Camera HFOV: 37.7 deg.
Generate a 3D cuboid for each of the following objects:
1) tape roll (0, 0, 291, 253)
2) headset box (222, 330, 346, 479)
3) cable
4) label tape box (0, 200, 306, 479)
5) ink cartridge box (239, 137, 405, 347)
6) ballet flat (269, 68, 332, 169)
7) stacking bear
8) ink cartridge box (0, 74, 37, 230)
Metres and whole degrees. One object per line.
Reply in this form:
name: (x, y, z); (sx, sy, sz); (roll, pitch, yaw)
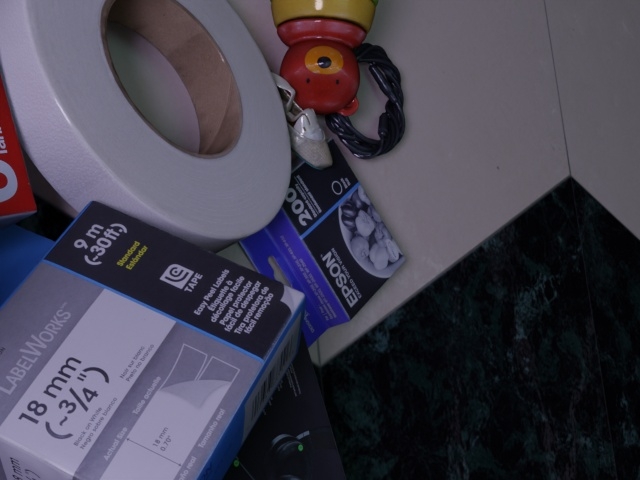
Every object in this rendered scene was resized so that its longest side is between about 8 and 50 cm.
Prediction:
tape roll: (-0.180, -0.169, 1.022); (0.392, 0.072, 0.392); (35, 42, -39)
headset box: (-0.109, 0.245, 0.995); (0.283, 0.131, 0.246); (-16, 89, -44)
cable: (0.066, -0.198, 1.355); (0.150, 0.047, 0.185); (18, 64, -44)
label tape box: (-0.215, 0.095, 0.824); (0.333, 0.106, 0.241); (23, 53, 11)
ink cartridge box: (0.000, 0.000, 1.229); (0.208, 0.045, 0.206); (-44, 109, -40)
ballet flat: (-0.039, -0.162, 1.199); (0.168, 0.052, 0.057); (45, 39, -1)
stacking bear: (0.004, -0.311, 1.249); (0.175, 0.164, 0.289); (4, 86, -10)
ink cartridge box: (-0.430, -0.136, 0.808); (0.271, 0.130, 0.309); (-15, 88, -43)
